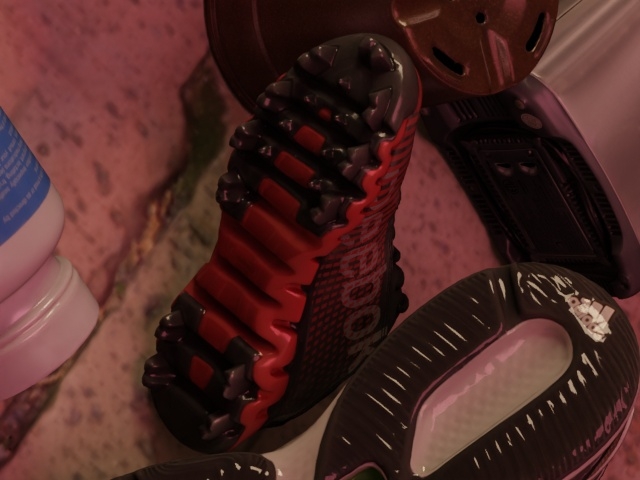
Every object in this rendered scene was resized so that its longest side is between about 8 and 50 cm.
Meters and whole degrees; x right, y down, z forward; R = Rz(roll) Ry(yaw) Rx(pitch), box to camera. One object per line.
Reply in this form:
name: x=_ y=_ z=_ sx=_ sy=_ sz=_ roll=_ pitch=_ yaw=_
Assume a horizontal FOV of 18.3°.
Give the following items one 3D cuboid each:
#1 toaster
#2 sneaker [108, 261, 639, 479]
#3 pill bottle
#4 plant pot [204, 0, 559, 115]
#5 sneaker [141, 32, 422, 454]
toaster: x=0.179 y=-0.065 z=1.318 sx=0.146 sy=0.129 sz=0.227 roll=-47 pitch=117 yaw=-28
sneaker: x=0.000 y=0.206 z=1.169 sx=0.447 sy=0.169 sz=0.257 roll=-31 pitch=155 yaw=-3
pill bottle: x=-0.211 y=-0.026 z=1.036 sx=0.124 sy=0.124 sz=0.221 roll=-45 pitch=115 yaw=-27
plant pot: x=0.043 y=-0.145 z=1.194 sx=0.167 sy=0.165 sz=0.167 roll=-1 pitch=92 yaw=-35
sneaker: x=0.000 y=0.000 z=1.162 sx=0.135 sy=0.097 sz=0.276 roll=-5 pitch=127 yaw=-47
